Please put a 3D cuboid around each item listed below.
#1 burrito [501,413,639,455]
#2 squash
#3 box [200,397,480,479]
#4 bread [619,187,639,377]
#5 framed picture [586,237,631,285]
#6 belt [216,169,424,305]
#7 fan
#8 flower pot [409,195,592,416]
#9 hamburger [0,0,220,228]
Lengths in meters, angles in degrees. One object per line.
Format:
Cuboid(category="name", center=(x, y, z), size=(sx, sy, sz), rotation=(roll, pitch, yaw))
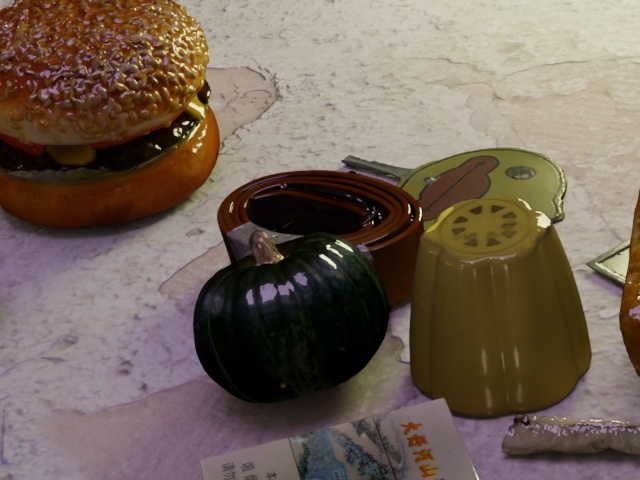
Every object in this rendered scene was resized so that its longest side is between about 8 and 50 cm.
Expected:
Cuboid(category="burrito", center=(0.273, 0.195, 1.876), size=(0.185, 0.041, 0.045), rotation=(0, -9, 19))
Cuboid(category="squash", center=(-0.034, 0.081, 2.023), size=(0.218, 0.172, 0.218), rotation=(-6, 30, 4))
Cuboid(category="box", center=(0.022, 0.253, 1.829), size=(0.256, 0.069, 0.164), rotation=(-14, 32, -5))
Cuboid(category="bread", center=(0.368, 0.038, 1.986), size=(0.077, 0.139, 0.271), rotation=(-12, 31, 26))
Cuboid(category="framed picture", center=(0.410, 0.033, 2.118), size=(0.142, 0.011, 0.183), rotation=(-27, 35, -24))
Cuboid(category="belt", center=(0.000, 0.000, 2.209), size=(0.261, 0.105, 0.184), rotation=(17, 43, 36))
Cuboid(category="fan", center=(0.159, -0.066, 2.353), size=(0.335, 0.011, 0.229), rotation=(16, 41, 36))
Cuboid(category="flower pot", center=(0.183, 0.059, 1.987), size=(0.195, 0.179, 0.195), rotation=(-6, 31, 4))
Cuboid(category="hamburger", center=(-0.296, -0.184, 2.456), size=(0.330, 0.250, 0.330), rotation=(-8, 32, 5))
